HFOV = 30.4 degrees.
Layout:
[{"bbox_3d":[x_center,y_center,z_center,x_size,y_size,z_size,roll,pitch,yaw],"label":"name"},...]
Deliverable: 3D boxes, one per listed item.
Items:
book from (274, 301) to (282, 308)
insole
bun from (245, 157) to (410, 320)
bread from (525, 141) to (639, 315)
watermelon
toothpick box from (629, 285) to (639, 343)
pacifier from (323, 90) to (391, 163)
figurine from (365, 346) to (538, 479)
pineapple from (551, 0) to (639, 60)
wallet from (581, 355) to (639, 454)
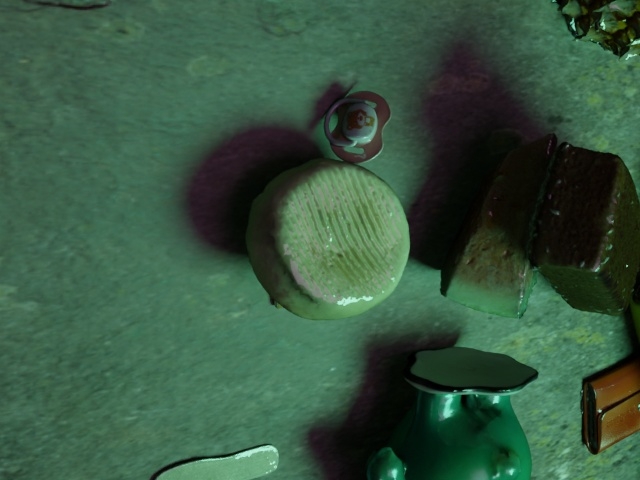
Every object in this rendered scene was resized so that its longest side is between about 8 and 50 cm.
[{"bbox_3d":[0.007,0.010,1.563,0.172,0.012,0.118,-21,120,-27],"label":"book"},{"bbox_3d":[-0.139,0.315,1.593,0.192,0.010,0.063,-9,114,-32],"label":"insole"},{"bbox_3d":[0.000,0.000,1.477,0.222,0.127,0.222,2,85,-28],"label":"bun"},{"bbox_3d":[0.381,0.000,1.652,0.416,0.113,0.165,33,73,-67],"label":"bread"},{"bbox_3d":[0.265,-0.038,1.642,0.140,0.193,0.256,16,105,6],"label":"watermelon"},{"bbox_3d":[0.618,0.178,1.943,0.175,0.175,0.271,-31,105,-21],"label":"toothpick box"},{"bbox_3d":[0.048,-0.140,1.504,0.078,0.081,0.099,59,45,-70],"label":"pacifier"},{"bbox_3d":[0.197,0.343,1.706,0.324,0.231,0.340,-6,107,-32],"label":"figurine"},{"bbox_3d":[0.505,-0.379,1.575,0.352,0.300,0.352,-10,109,-29],"label":"pineapple"},{"bbox_3d":[0.538,0.270,2.031,0.204,0.045,0.142,-21,117,-27],"label":"wallet"}]
